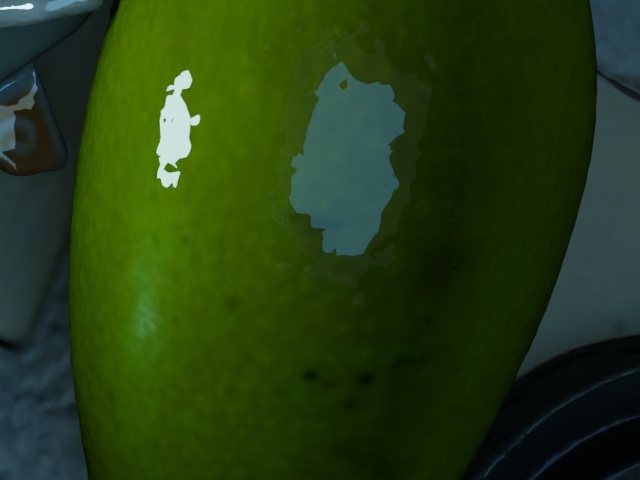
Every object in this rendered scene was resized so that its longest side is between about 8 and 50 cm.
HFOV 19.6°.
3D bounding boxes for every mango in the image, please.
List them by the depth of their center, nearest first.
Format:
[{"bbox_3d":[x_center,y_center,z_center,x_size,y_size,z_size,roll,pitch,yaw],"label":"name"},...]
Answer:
[{"bbox_3d":[-0.001,-0.002,0.564,0.149,0.185,0.273,14,99,6],"label":"mango"}]

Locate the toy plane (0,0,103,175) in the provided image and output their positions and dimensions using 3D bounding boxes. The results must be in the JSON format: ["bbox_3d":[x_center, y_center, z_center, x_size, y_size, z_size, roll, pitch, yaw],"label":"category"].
[{"bbox_3d":[-0.183,-0.051,0.530,0.244,0.117,0.245,-5,106,-17],"label":"toy plane"}]

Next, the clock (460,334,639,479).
[{"bbox_3d":[0.131,0.145,0.712,0.226,0.049,0.226,-4,105,-15],"label":"clock"}]
